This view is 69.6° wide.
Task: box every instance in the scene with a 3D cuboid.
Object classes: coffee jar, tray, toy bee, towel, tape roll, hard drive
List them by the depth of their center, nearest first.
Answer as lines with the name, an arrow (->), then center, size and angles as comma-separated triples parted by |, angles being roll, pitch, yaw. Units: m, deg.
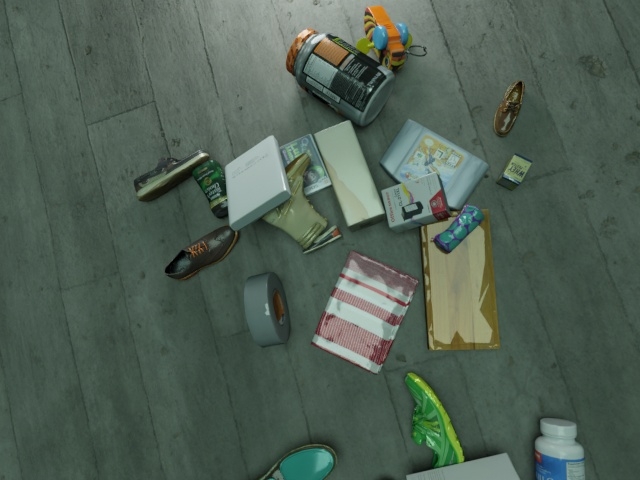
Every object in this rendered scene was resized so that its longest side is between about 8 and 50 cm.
tray -> 0.415, 0.118, 1.389 | 0.203, 0.076, 0.410 | -3, 82, 8
tape roll -> -0.158, 0.208, 1.390 | 0.073, 0.219, 0.219 | -12, 82, 8
hard drive -> -0.202, -0.185, 1.428 | 0.203, 0.040, 0.307 | -31, 43, 13
towel -> 0.137, 0.223, 1.438 | 0.237, 0.037, 0.328 | 24, 88, 11
toy bee -> 0.208, -0.606, 1.470 | 0.196, 0.162, 0.298 | 3, 52, -6
coffee jar -> -0.345, -0.168, 1.530 | 0.096, 0.079, 0.184 | -30, 81, 5

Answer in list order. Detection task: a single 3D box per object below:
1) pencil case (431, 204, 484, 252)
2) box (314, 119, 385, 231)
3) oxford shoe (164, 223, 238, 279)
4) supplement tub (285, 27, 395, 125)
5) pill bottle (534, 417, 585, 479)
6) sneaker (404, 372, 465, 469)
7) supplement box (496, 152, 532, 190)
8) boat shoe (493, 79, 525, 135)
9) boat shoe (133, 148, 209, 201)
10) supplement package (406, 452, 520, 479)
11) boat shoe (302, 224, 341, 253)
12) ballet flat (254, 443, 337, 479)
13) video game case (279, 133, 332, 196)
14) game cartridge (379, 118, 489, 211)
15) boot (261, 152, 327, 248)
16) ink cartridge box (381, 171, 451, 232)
pencil case -> 0.401, -0.035, 1.339 | 0.070, 0.064, 0.151 | 43, 91, -5
box -> 0.095, -0.196, 1.436 | 0.121, 0.148, 0.310 | -21, 80, 6
oxford shoe -> -0.388, 0.041, 1.503 | 0.271, 0.098, 0.096 | -39, 80, 3
supplement tub -> 0.059, -0.519, 1.451 | 0.316, 0.193, 0.193 | 37, 90, 11
pill bottle -> 0.660, 0.616, 1.272 | 0.125, 0.124, 0.221 | 0, 83, 8
sneaker -> 0.313, 0.532, 1.340 | 0.124, 0.109, 0.295 | -25, 81, 1
supplement box -> 0.585, -0.206, 1.393 | 0.056, 0.083, 0.083 | 29, 89, 10
boat shoe -> 0.587, -0.413, 1.427 | 0.064, 0.060, 0.177 | 20, 87, 10
boat shoe -> -0.510, -0.235, 1.552 | 0.285, 0.103, 0.092 | -31, 85, 10
supplement package -> 0.405, 0.733, 1.243 | 0.293, 0.177, 0.175 | -16, 110, 7
boat shoe -> 0.000, 0.000, 1.475 | 0.137, 0.049, 0.043 | -28, 83, 1
ballet flat -> -0.102, 0.715, 1.381 | 0.349, 0.123, 0.123 | -34, 80, 0
video game case -> -0.074, -0.235, 1.526 | 0.173, 0.022, 0.190 | -23, 81, 5
game cartridge -> 0.348, -0.228, 1.448 | 0.297, 0.062, 0.198 | 33, 85, 10
boot -> -0.054, -0.126, 1.455 | 0.203, 0.095, 0.261 | 37, 66, -19
ink cartridge box -> 0.283, -0.110, 1.372 | 0.175, 0.072, 0.127 | -18, 70, 23
